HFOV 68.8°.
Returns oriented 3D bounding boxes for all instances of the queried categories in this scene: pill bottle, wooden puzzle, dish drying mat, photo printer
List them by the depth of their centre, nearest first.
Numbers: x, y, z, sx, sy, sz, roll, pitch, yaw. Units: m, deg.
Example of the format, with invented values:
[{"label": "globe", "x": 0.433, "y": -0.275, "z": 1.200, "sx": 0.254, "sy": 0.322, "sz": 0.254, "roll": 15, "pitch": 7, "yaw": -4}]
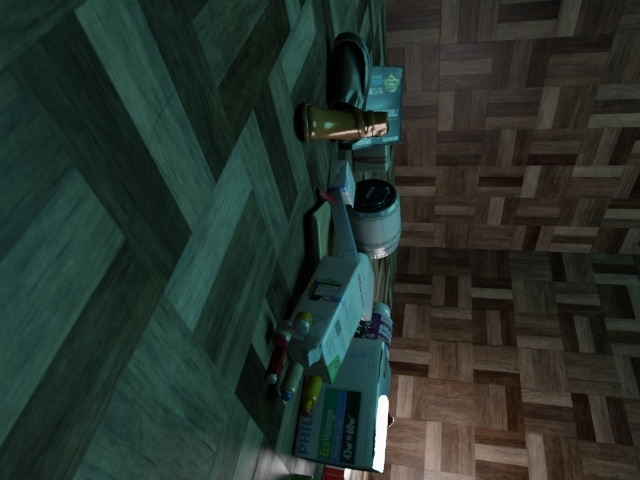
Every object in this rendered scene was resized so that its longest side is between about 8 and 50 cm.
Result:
[{"label": "wooden puzzle", "x": 0.000, "y": 0.000, "z": 1.426, "sx": 0.238, "sy": 0.045, "sz": 0.220, "roll": -63, "pitch": 152, "yaw": -69}, {"label": "dish drying mat", "x": 0.019, "y": -0.138, "z": 1.449, "sx": 0.083, "sy": 0.008, "sz": 0.032, "roll": 30, "pitch": 30, "yaw": -44}, {"label": "photo printer", "x": 0.151, "y": 0.198, "z": 1.910, "sx": 0.307, "sy": 0.107, "sz": 0.255, "roll": 60, "pitch": 34, "yaw": -65}, {"label": "pill bottle", "x": 0.262, "y": 0.448, "z": 2.264, "sx": 0.301, "sy": 0.170, "sz": 0.169, "roll": -72, "pitch": 159, "yaw": -48}]

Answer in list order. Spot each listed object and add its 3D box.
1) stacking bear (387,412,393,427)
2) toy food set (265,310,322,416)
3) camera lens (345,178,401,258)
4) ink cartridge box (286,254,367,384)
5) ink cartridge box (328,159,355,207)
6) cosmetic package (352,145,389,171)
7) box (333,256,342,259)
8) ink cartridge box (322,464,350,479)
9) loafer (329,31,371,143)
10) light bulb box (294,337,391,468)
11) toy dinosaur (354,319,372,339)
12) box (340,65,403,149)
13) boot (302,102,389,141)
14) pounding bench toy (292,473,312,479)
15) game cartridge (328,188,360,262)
[{"label": "stacking bear", "x": 0.232, "y": 0.762, "z": 2.231, "sx": 0.164, "sy": 0.175, "sz": 0.289, "roll": -46, "pitch": -171, "yaw": 15}, {"label": "toy food set", "x": -0.060, "y": 0.282, "z": 1.064, "sx": 0.104, "sy": 0.111, "sz": 0.232, "roll": -66, "pitch": 157, "yaw": -57}, {"label": "camera lens", "x": 0.208, "y": -0.090, "z": 1.861, "sx": 0.274, "sy": 0.220, "sz": 0.219, "roll": 77, "pitch": 20, "yaw": -45}, {"label": "ink cartridge box", "x": 0.021, "y": 0.209, "z": 1.265, "sx": 0.201, "sy": 0.117, "sz": 0.278, "roll": 77, "pitch": 33, "yaw": -46}, {"label": "ink cartridge box", "x": 0.078, "y": -0.194, "z": 1.650, "sx": 0.181, "sy": 0.062, "sz": 0.104, "roll": 57, "pitch": 38, "yaw": -66}, {"label": "cosmetic package", "x": 0.215, "y": -0.449, "z": 1.984, "sx": 0.129, "sy": 0.153, "sz": 0.295, "roll": -61, "pitch": 148, "yaw": -60}, {"label": "box", "x": 0.054, "y": 0.220, "z": 1.626, "sx": 0.216, "sy": 0.060, "sz": 0.269, "roll": 60, "pitch": 35, "yaw": -64}, {"label": "ink cartridge box", "x": 0.067, "y": 0.843, "z": 1.730, "sx": 0.231, "sy": 0.078, "sz": 0.134, "roll": -67, "pitch": 155, "yaw": -54}, {"label": "loafer", "x": 0.096, "y": -0.484, "z": 1.531, "sx": 0.130, "sy": 0.134, "sz": 0.365, "roll": -63, "pitch": 151, "yaw": -60}, {"label": "light bulb box", "x": 0.089, "y": 0.520, "z": 1.471, "sx": 0.361, "sy": 0.226, "sz": 0.357, "roll": 68, "pitch": 28, "yaw": -61}, {"label": "toy dinosaur", "x": 0.107, "y": 0.274, "z": 1.510, "sx": 0.064, "sy": 0.118, "sz": 0.268, "roll": -50, "pitch": 148, "yaw": -21}, {"label": "box", "x": 0.194, "y": -0.501, "z": 1.761, "sx": 0.296, "sy": 0.073, "sz": 0.293, "roll": -16, "pitch": 111, "yaw": -39}, {"label": "boot", "x": 0.074, "y": -0.318, "z": 1.288, "sx": 0.283, "sy": 0.221, "sz": 0.108, "roll": -16, "pitch": 108, "yaw": -75}, {"label": "pounding bench toy", "x": -0.053, "y": 0.699, "z": 1.279, "sx": 0.083, "sy": 0.052, "sz": 0.065, "roll": -65, "pitch": 154, "yaw": -57}, {"label": "game cartridge", "x": 0.084, "y": -0.012, "z": 1.556, "sx": 0.198, "sy": 0.062, "sz": 0.297, "roll": 57, "pitch": 19, "yaw": -63}]
